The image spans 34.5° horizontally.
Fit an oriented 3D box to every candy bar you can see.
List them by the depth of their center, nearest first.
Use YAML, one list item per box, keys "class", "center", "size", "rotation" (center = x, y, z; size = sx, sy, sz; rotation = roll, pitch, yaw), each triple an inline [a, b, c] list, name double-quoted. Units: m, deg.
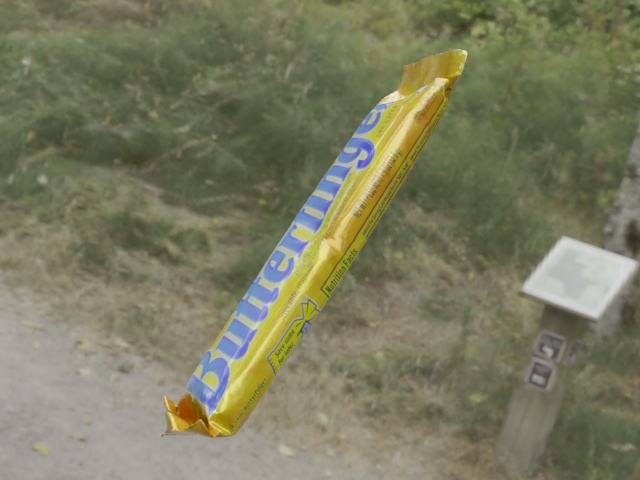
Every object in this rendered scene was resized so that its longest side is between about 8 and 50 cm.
- class: "candy bar"
  center: [0.000, 0.000, 0.341]
  size: [0.018, 0.161, 0.040]
  rotation: [42, -20, -22]
